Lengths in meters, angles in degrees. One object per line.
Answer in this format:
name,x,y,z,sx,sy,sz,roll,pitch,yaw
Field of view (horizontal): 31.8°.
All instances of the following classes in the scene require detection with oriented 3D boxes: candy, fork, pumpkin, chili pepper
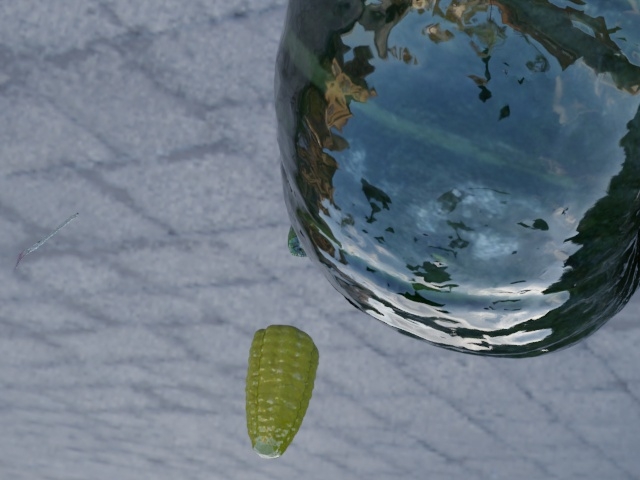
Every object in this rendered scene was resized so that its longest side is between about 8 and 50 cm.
candy,-0.062,0.226,1.640,0.106,0.198,0.094,2,145,9
fork,-0.342,0.001,1.390,0.115,0.016,0.012,-39,128,13
pumpkin,0.111,-0.087,0.533,0.207,0.300,0.300,26,164,23
chili pepper,0.000,-0.008,0.948,0.035,0.055,0.118,16,178,16
